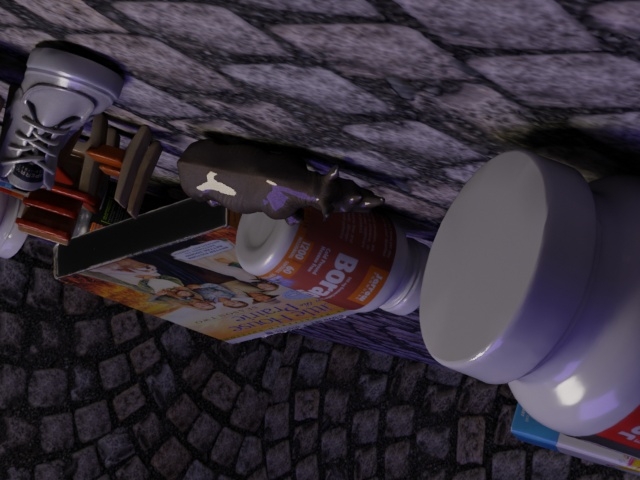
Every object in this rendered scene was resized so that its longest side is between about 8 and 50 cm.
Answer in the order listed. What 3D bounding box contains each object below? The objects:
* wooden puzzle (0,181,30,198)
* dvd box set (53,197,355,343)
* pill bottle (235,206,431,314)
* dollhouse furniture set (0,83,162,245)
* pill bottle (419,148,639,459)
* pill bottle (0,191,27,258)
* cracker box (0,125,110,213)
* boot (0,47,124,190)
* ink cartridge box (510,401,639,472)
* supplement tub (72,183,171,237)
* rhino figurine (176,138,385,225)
[{"bbox_3d":[-0.418,-0.062,1.788,0.078,0.014,0.116,12,172,32],"label":"wooden puzzle"},{"bbox_3d":[-0.135,0.051,1.866,0.308,0.062,0.420,-16,155,28],"label":"dvd box set"},{"bbox_3d":[0.021,0.012,1.461,0.216,0.121,0.121,21,171,-29],"label":"pill bottle"},{"bbox_3d":[-0.331,-0.083,1.499,0.262,0.135,0.259,17,172,3],"label":"dollhouse furniture set"},{"bbox_3d":[0.274,0.071,1.000,0.363,0.210,0.210,20,172,-21],"label":"pill bottle"},{"bbox_3d":[-0.614,-0.080,1.972,0.323,0.181,0.181,22,171,-34],"label":"pill bottle"},{"bbox_3d":[-0.420,-0.110,1.760,0.232,0.067,0.156,16,172,1],"label":"cracker box"},{"bbox_3d":[-0.263,-0.106,1.239,0.095,0.123,0.258,19,172,-15],"label":"boot"},{"bbox_3d":[0.409,0.200,1.645,0.270,0.198,0.197,16,171,16],"label":"ink cartridge box"},{"bbox_3d":[-0.307,-0.021,1.951,0.190,0.117,0.117,20,172,-11],"label":"supplement tub"},{"bbox_3d":[-0.042,-0.056,1.308,0.243,0.073,0.106,11,173,29],"label":"rhino figurine"}]
